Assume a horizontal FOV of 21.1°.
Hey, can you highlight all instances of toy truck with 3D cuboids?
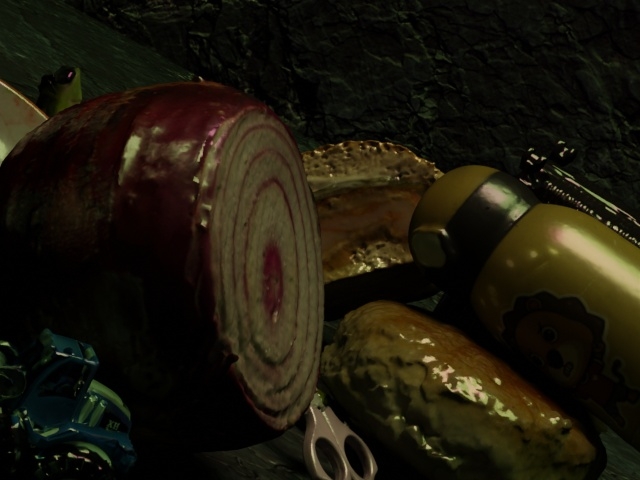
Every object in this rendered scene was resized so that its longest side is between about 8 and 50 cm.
[{"bbox_3d":[-0.227,0.111,1.164,0.208,0.126,0.113,23,11,-23],"label":"toy truck"}]

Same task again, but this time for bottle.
[{"bbox_3d":[0.245,0.056,1.761,0.351,0.171,0.171,35,12,19],"label":"bottle"}]

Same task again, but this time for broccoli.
[{"bbox_3d":[-0.310,-0.123,1.998,0.167,0.160,0.154,11,18,24],"label":"broccoli"}]

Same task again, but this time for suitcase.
[{"bbox_3d":[0.260,0.088,1.935,0.229,0.335,0.152,35,19,18],"label":"suitcase"}]

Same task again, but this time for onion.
[{"bbox_3d":[-0.146,0.020,1.355,0.260,0.282,0.337,1,-19,18],"label":"onion"}]

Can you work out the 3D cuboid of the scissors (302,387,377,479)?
[{"bbox_3d":[-0.011,0.145,1.586,0.110,0.021,0.212,5,55,-60],"label":"scissors"}]

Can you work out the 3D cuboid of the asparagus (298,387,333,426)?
[{"bbox_3d":[-0.063,0.131,1.731,0.178,0.041,0.045,32,16,25],"label":"asparagus"}]

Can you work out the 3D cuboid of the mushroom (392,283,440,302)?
[{"bbox_3d":[0.049,0.007,2.338,0.278,0.146,0.278,20,3,-1],"label":"mushroom"}]

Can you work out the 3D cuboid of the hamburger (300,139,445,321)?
[{"bbox_3d":[0.001,0.003,1.991,0.209,0.330,0.162,54,20,-73],"label":"hamburger"}]

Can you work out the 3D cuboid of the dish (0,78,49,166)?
[{"bbox_3d":[-0.382,-0.098,1.829,0.260,0.085,0.260,33,20,-14],"label":"dish"}]

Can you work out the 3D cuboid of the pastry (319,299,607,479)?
[{"bbox_3d":[0.148,0.174,1.742,0.329,0.136,0.329,32,5,-3],"label":"pastry"}]
